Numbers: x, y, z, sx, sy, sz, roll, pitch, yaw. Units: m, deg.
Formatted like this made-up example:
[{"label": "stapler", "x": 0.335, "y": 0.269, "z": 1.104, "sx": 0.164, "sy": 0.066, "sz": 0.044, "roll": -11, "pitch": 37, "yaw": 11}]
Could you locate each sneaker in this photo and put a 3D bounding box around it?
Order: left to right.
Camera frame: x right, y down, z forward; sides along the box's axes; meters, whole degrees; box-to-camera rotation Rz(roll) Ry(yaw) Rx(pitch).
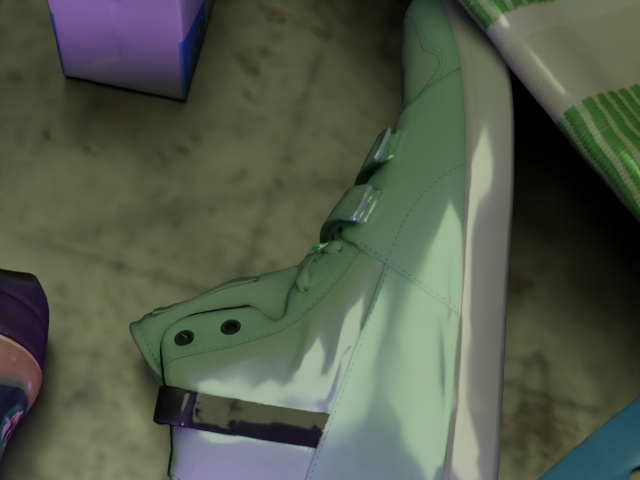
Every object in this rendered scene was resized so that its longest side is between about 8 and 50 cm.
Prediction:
[{"label": "sneaker", "x": 0.000, "y": 0.000, "z": 0.796, "sx": 0.151, "sy": 0.094, "sz": 0.256, "roll": 4, "pitch": 65, "yaw": 3}]

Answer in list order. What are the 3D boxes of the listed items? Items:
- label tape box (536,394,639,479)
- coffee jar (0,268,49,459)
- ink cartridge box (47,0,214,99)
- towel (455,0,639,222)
[{"label": "label tape box", "x": 0.221, "y": 0.179, "z": 0.720, "sx": 0.240, "sy": 0.106, "sz": 0.334, "roll": -37, "pitch": 73, "yaw": -17}, {"label": "coffee jar", "x": -0.169, "y": 0.091, "z": 0.757, "sx": 0.096, "sy": 0.079, "sz": 0.184, "roll": 12, "pitch": 66, "yaw": 3}, {"label": "ink cartridge box", "x": -0.067, "y": -0.167, "z": 0.859, "sx": 0.060, "sy": 0.104, "sz": 0.180, "roll": 12, "pitch": 66, "yaw": 4}, {"label": "towel", "x": 0.165, "y": -0.115, "z": 0.835, "sx": 0.248, "sy": 0.038, "sz": 0.325, "roll": -21, "pitch": 67, "yaw": -36}]
